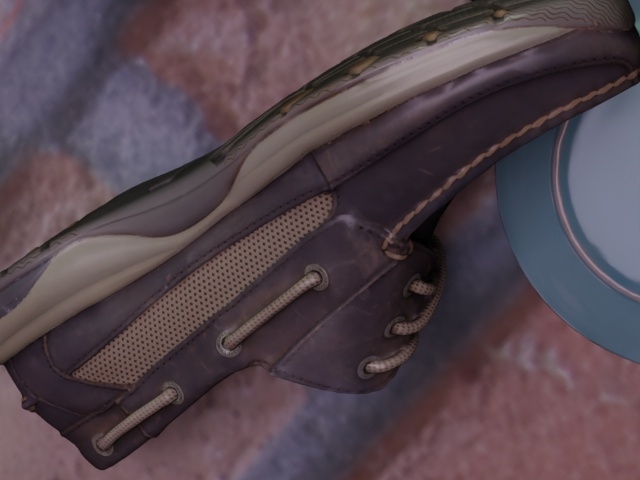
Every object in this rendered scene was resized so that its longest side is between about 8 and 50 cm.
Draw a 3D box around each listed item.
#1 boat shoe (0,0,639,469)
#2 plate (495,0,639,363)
[{"bbox_3d":[0.000,0.000,0.709,0.355,0.132,0.130,-27,99,27],"label":"boat shoe"},{"bbox_3d":[0.170,-0.031,0.695,0.188,0.024,0.188,1,94,18],"label":"plate"}]
